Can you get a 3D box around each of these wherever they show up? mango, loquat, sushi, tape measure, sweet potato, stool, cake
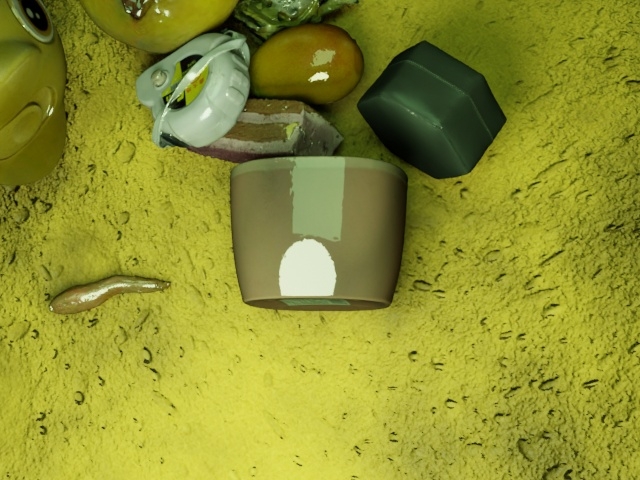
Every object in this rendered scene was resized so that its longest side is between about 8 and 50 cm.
[{"bbox_3d":[-0.030,-0.321,1.505,0.221,0.120,0.151,2,74,15],"label":"mango"},{"bbox_3d":[-0.294,-0.517,1.504,0.328,0.328,0.359,2,38,7],"label":"loquat"},{"bbox_3d":[-0.024,-0.478,1.547,0.291,0.131,0.139,-40,62,-8],"label":"sushi"},{"bbox_3d":[-0.217,-0.260,1.461,0.236,0.120,0.197,-27,54,25],"label":"tape measure"},{"bbox_3d":[-0.368,0.089,1.452,0.214,0.050,0.050,-14,72,-5],"label":"sweet potato"},{"bbox_3d":[0.189,-0.216,1.400,0.232,0.232,0.141,36,78,15],"label":"stool"},{"bbox_3d":[-0.117,-0.198,1.487,0.295,0.113,0.116,11,72,22],"label":"cake"}]

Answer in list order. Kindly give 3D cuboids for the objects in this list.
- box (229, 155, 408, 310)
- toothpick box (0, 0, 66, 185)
[{"bbox_3d":[0.000,0.000,1.327,0.301,0.301,0.216,-2,80,6],"label":"box"},{"bbox_3d":[-0.654,-0.307,1.421,0.425,0.409,0.409,35,79,9],"label":"toothpick box"}]
